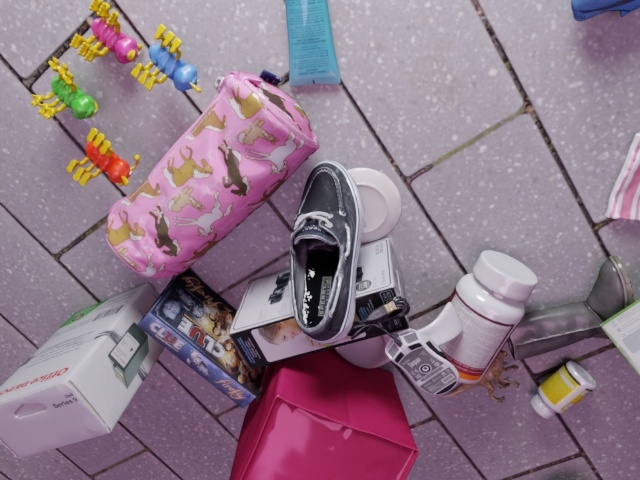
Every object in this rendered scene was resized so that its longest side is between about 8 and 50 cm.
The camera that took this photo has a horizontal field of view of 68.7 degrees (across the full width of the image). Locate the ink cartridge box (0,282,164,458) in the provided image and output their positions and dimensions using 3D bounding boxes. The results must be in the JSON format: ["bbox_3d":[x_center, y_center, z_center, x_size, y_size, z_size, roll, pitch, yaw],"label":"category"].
[{"bbox_3d":[-0.427,0.228,0.864,0.211,0.289,0.122,-21,111,16],"label":"ink cartridge box"}]

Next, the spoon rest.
[{"bbox_3d":[0.111,0.169,0.845,0.276,0.084,0.137,-19,103,42],"label":"spoon rest"}]

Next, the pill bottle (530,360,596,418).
[{"bbox_3d":[0.471,0.296,0.917,0.065,0.065,0.116,32,115,-9],"label":"pill bottle"}]

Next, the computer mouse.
[{"bbox_3d":[0.139,0.169,0.732,0.106,0.042,0.193,-40,106,19],"label":"computer mouse"}]

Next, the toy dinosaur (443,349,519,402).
[{"bbox_3d":[0.334,0.277,0.943,0.092,0.053,0.183,37,125,8],"label":"toy dinosaur"}]

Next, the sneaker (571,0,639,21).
[{"bbox_3d":[0.435,-0.354,0.617,0.209,0.069,0.082,-19,145,6],"label":"sneaker"}]

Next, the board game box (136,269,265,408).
[{"bbox_3d":[-0.204,0.178,0.884,0.042,0.165,0.243,-40,106,22],"label":"board game box"}]

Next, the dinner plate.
[{"bbox_3d":[0.071,-0.058,0.821,0.141,0.017,0.141,3,118,6],"label":"dinner plate"}]

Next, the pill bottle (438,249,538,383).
[{"bbox_3d":[0.281,0.135,0.830,0.121,0.121,0.221,19,116,-3],"label":"pill bottle"}]

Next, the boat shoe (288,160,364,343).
[{"bbox_3d":[0.000,0.000,0.715,0.108,0.301,0.102,-3,159,21],"label":"boat shoe"}]

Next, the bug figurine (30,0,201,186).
[{"bbox_3d":[-0.317,-0.229,0.731,0.216,0.072,0.279,46,108,4],"label":"bug figurine"}]

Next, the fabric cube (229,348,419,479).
[{"bbox_3d":[-0.007,0.368,0.870,0.259,0.258,0.254,24,101,-5],"label":"fabric cube"}]

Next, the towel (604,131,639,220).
[{"bbox_3d":[0.573,-0.091,0.738,0.197,0.029,0.144,6,115,4],"label":"towel"}]

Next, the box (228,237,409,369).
[{"bbox_3d":[0.000,0.109,0.827,0.290,0.169,0.087,-18,115,13],"label":"box"}]

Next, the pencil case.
[{"bbox_3d":[-0.184,-0.093,0.756,0.386,0.160,0.167,-41,76,23],"label":"pencil case"}]

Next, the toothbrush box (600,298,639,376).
[{"bbox_3d":[0.645,0.178,0.771,0.283,0.122,0.206,33,116,-26],"label":"toothbrush box"}]

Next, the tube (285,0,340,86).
[{"bbox_3d":[-0.019,-0.332,0.683,0.080,0.052,0.207,0,121,12],"label":"tube"}]

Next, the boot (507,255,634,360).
[{"bbox_3d":[0.438,0.128,0.844,0.208,0.076,0.190,-9,113,18],"label":"boot"}]
